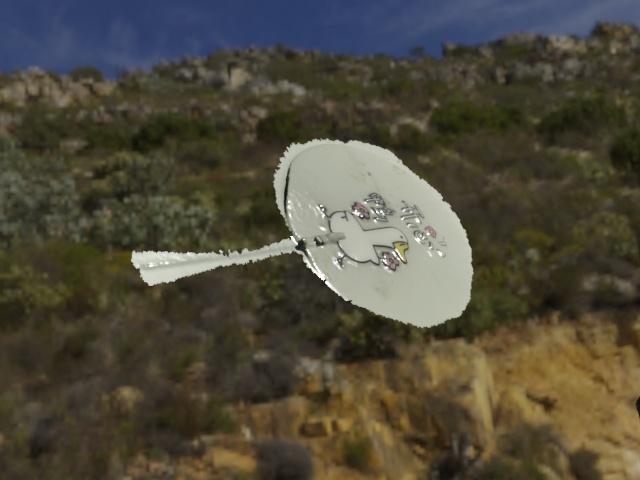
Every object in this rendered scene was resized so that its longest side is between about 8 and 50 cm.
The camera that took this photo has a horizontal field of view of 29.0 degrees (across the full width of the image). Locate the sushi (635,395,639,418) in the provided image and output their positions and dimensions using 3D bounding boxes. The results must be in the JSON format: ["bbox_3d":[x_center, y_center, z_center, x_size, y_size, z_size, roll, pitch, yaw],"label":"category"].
[{"bbox_3d":[0.407,0.182,1.279,0.150,0.078,0.090,-8,-31,3],"label":"sushi"}]

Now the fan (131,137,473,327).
[{"bbox_3d":[0.000,-0.001,1.151,0.415,0.233,0.012,-13,-29,-45],"label":"fan"}]
